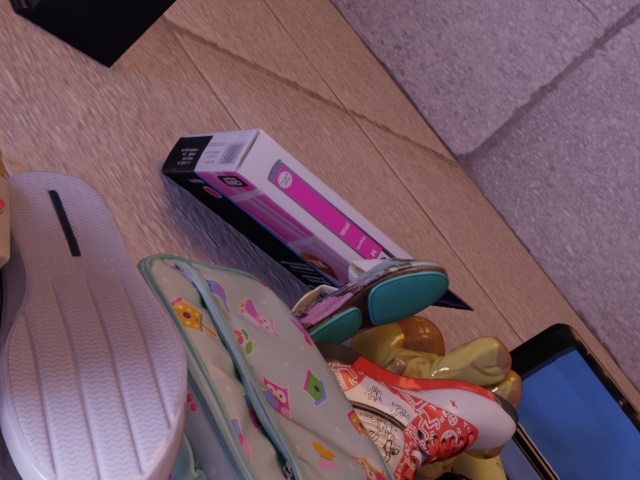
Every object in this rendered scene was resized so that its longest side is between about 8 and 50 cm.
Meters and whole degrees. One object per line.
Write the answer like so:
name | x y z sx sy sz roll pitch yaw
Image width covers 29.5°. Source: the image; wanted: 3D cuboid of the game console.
game console | 0.313 0.259 1.603 0.293 0.173 0.250 54 17 21

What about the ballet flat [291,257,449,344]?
ballet flat | 0.033 0.066 1.312 0.079 0.221 0.077 40 -32 41

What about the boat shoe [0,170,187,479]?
boat shoe | -0.168 0.083 0.841 0.121 0.119 0.335 2 34 -19

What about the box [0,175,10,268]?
box | -0.337 -0.056 0.781 0.275 0.094 0.113 37 19 -34

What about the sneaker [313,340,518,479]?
sneaker | 0.088 0.204 1.202 0.270 0.090 0.145 21 42 -26

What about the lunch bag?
lunch bag | -0.063 0.144 1.002 0.224 0.108 0.279 22 31 -57

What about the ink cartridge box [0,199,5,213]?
ink cartridge box | -0.317 -0.030 0.630 0.237 0.172 0.100 44 16 -13

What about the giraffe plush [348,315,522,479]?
giraffe plush | 0.102 0.154 1.384 0.210 0.181 0.170 -1 27 -22

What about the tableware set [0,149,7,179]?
tableware set | -0.306 -0.065 1.019 0.169 0.020 0.141 28 23 -47

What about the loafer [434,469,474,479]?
loafer | 0.098 0.282 1.122 0.095 0.109 0.302 43 19 -4

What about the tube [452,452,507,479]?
tube | 0.199 0.310 1.400 0.070 0.062 0.240 5 38 -14

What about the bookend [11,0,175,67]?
bookend | -0.265 -0.310 1.450 0.157 0.156 0.072 28 26 -49

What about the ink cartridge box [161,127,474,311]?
ink cartridge box | 0.000 0.000 1.428 0.371 0.069 0.176 37 -18 -29
